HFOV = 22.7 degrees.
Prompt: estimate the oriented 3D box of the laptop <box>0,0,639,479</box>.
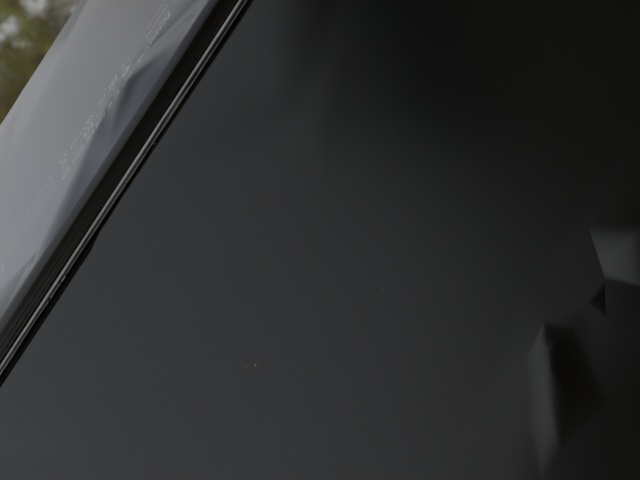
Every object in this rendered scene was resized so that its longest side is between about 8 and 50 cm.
[{"bbox_3d":[0.000,0.000,0.711,0.236,0.382,0.408,31,-168,-21],"label":"laptop"}]
